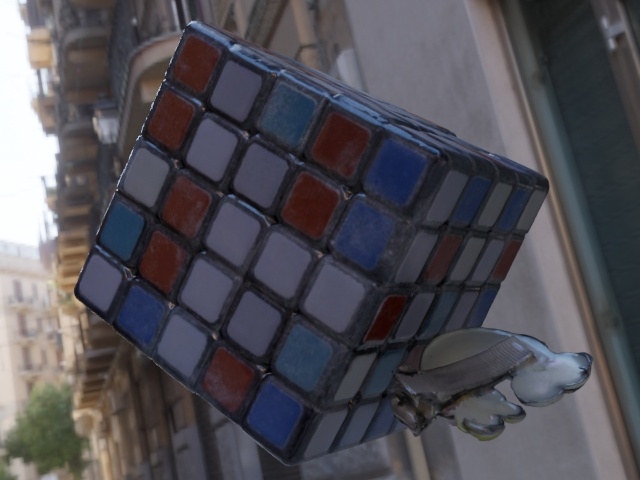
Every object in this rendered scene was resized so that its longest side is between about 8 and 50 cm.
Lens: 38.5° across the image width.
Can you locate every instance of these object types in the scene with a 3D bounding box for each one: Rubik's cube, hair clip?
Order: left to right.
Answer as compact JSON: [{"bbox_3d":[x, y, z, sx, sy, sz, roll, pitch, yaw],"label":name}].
[{"bbox_3d":[0.000,0.000,0.871,0.287,0.292,0.293,4,-65,-60],"label":"Rubik's cube"},{"bbox_3d":[0.134,0.110,0.764,0.172,0.116,0.049,-17,-51,-31],"label":"hair clip"}]
